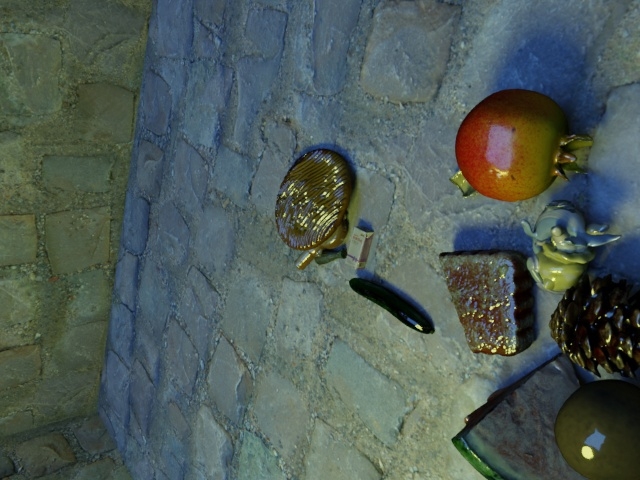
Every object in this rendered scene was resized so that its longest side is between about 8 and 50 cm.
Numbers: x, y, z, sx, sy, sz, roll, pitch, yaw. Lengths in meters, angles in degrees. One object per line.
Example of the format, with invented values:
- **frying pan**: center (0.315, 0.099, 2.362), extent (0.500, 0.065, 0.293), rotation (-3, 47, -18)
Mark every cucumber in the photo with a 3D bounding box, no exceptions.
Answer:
- **cucumber**: center (0.184, 0.167, 1.372), extent (0.284, 0.056, 0.056), rotation (30, 115, 37)

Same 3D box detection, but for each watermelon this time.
- **watermelon**: center (0.439, 0.402, 1.021), extent (0.293, 0.283, 0.250), rotation (-34, 78, 2)

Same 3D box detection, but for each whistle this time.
- **whistle**: center (0.000, 0.000, 1.521), extent (0.220, 0.057, 0.107), rotation (-48, 51, 18)

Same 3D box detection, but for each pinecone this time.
- **pinecone**: center (0.518, 0.158, 0.906), extent (0.205, 0.184, 0.179), rotation (27, 143, 49)

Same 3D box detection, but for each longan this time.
- **longan**: center (0.492, 0.322, 0.874), extent (0.167, 0.187, 0.167), rotation (23, 132, 28)

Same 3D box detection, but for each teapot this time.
- **teapot**: center (0.032, 0.046, 1.535), extent (0.111, 0.043, 0.042), rotation (-12, 85, 45)

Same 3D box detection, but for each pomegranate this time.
- **pomegranate**: center (0.392, -0.184, 1.009), extent (0.257, 0.221, 0.220), rotation (14, 104, 38)

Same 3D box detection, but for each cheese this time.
- **cheese**: center (0.342, -0.126, 1.186), extent (0.060, 0.041, 0.084), rotation (-42, 51, 33)

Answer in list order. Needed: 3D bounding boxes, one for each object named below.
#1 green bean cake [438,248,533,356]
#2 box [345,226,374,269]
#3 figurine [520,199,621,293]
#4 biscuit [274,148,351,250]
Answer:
- **green bean cake**: center (0.366, 0.133, 1.139), extent (0.199, 0.097, 0.232), rotation (-8, 87, 46)
- **box**: center (0.109, 0.021, 1.452), extent (0.051, 0.036, 0.117), rotation (28, 113, 42)
- **figurine**: center (0.466, 0.012, 0.984), extent (0.208, 0.129, 0.183), rotation (134, 130, -87)
- **biscuit**: center (-0.032, -0.123, 1.531), extent (0.318, 0.040, 0.317), rotation (-19, 64, 44)
